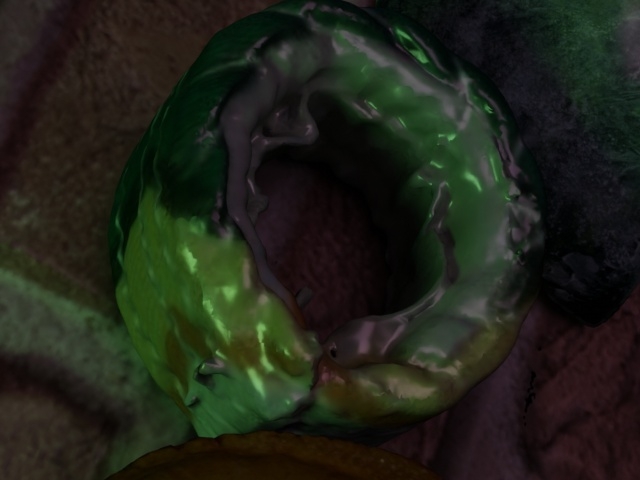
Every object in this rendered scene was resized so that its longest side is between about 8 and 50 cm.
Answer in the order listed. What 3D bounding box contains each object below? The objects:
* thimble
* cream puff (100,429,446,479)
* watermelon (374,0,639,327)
[{"bbox_3d":[0.000,0.000,0.956,0.254,0.167,0.288,24,60,-12],"label":"thimble"},{"bbox_3d":[-0.018,0.247,0.814,0.303,0.212,0.303,7,38,-6],"label":"cream puff"},{"bbox_3d":[0.173,-0.115,1.120,0.289,0.213,0.320,18,101,20],"label":"watermelon"}]
